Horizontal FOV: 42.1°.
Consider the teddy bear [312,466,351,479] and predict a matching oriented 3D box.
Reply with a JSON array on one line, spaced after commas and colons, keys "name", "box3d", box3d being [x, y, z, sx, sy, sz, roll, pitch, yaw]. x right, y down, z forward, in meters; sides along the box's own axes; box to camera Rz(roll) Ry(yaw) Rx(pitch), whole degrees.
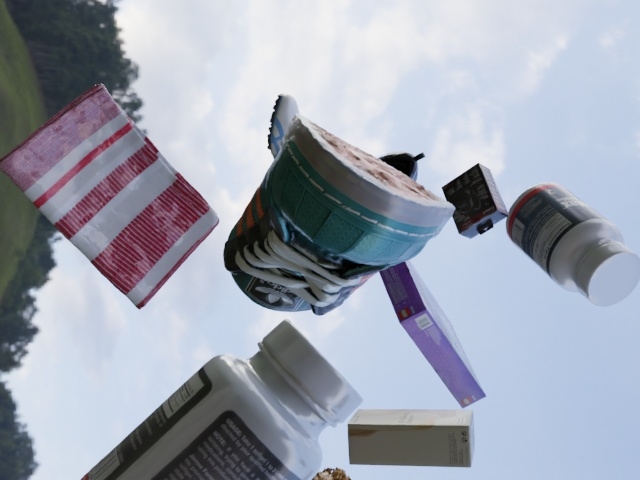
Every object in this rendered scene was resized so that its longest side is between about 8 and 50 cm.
[{"name": "teddy bear", "box3d": [-0.076, 0.515, 1.684, 0.245, 0.338, 0.113, -42, -146, -2]}]

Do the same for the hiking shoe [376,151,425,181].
[{"name": "hiking shoe", "box3d": [0.054, -0.077, 1.560, 0.113, 0.304, 0.132, 51, -5, 3]}]

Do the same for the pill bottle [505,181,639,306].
[{"name": "pill bottle", "box3d": [0.335, 0.006, 1.098, 0.180, 0.108, 0.107, 55, -47, 54]}]

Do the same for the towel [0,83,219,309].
[{"name": "towel", "box3d": [-0.343, -0.077, 1.405, 0.329, 0.237, 0.037, 49, -35, -15]}]

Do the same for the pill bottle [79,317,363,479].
[{"name": "pill bottle", "box3d": [-0.111, 0.239, 0.923, 0.318, 0.176, 0.176, -43, -131, -5]}]

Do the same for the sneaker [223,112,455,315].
[{"name": "sneaker", "box3d": [0.000, 0.000, 0.526, 0.121, 0.108, 0.302, -59, -177, 2]}]

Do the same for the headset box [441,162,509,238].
[{"name": "headset box", "box3d": [0.199, -0.047, 1.065, 0.062, 0.032, 0.083, -36, -125, 30]}]

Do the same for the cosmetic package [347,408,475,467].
[{"name": "cosmetic package", "box3d": [0.087, 0.186, 0.788, 0.115, 0.060, 0.041, -2, -87, 12]}]

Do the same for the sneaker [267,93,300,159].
[{"name": "sneaker", "box3d": [-0.031, -0.115, 1.300, 0.086, 0.085, 0.237, -1, -67, 16]}]

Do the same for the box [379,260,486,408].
[{"name": "box", "box3d": [0.203, 0.158, 1.557, 0.057, 0.293, 0.200, -29, -142, 9]}]
